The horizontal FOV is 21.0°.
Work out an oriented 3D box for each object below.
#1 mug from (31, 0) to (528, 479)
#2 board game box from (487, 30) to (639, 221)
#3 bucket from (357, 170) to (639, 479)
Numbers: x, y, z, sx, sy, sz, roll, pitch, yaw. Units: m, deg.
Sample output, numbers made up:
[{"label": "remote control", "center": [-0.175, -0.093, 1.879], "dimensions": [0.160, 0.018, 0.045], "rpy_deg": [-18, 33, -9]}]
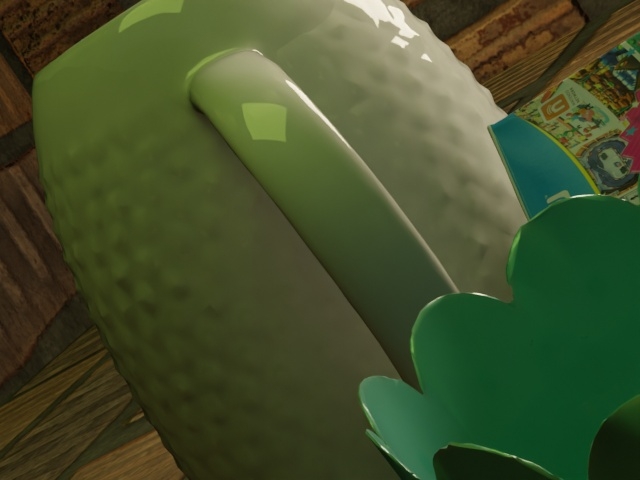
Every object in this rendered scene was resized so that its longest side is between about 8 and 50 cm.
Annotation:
[{"label": "mug", "center": [0.000, 0.000, 0.958], "dimensions": [0.276, 0.328, 0.374], "rpy_deg": [-34, 7, -5]}, {"label": "board game box", "center": [0.249, -0.047, 0.794], "dimensions": [0.303, 0.097, 0.224], "rpy_deg": [-33, 32, 13]}, {"label": "bucket", "center": [0.168, 0.053, 0.468], "dimensions": [0.281, 0.183, 0.281], "rpy_deg": [-32, 8, 5]}]
